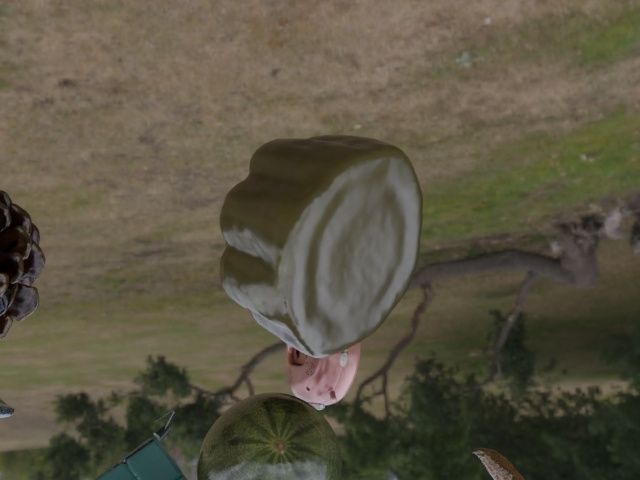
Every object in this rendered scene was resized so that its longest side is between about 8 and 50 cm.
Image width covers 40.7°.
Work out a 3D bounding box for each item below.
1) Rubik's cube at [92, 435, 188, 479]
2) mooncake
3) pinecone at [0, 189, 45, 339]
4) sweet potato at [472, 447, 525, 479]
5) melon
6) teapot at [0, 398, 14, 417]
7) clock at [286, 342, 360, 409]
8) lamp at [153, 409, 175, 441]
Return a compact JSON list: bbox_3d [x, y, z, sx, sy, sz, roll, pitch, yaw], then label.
[{"bbox_3d":[-0.335,0.532,1.539,0.224,0.231,0.221,-31,162,-33],"label":"Rubik's cube"},{"bbox_3d":[0.000,0.000,1.478,0.200,0.379,0.378,20,-176,39],"label":"mooncake"},{"bbox_3d":[-0.682,0.052,1.540,0.384,0.385,0.384,-6,164,-2],"label":"pinecone"},{"bbox_3d":[0.386,0.497,1.602,0.066,0.314,0.072,-37,-165,17],"label":"sweet potato"},{"bbox_3d":[-0.084,0.373,1.398,0.237,0.238,0.302,-3,149,-12],"label":"melon"},{"bbox_3d":[-0.678,0.298,1.650,0.111,0.149,0.108,-35,169,4],"label":"teapot"},{"bbox_3d":[-0.011,0.259,1.940,0.142,0.241,0.227,9,173,-24],"label":"clock"},{"bbox_3d":[-0.404,0.484,2.257,0.054,0.041,0.121,-44,169,-30],"label":"lamp"}]
